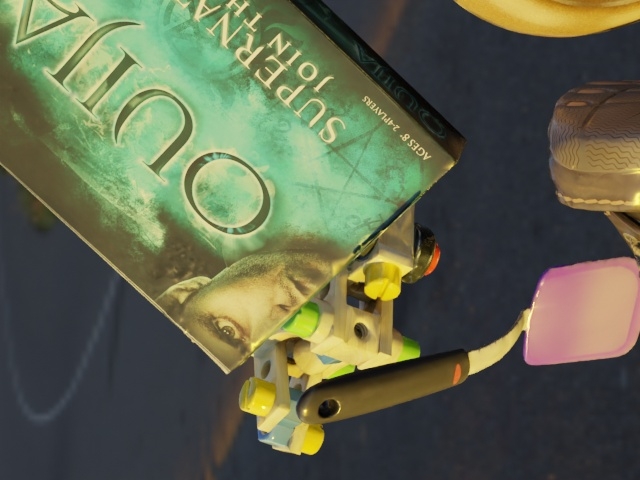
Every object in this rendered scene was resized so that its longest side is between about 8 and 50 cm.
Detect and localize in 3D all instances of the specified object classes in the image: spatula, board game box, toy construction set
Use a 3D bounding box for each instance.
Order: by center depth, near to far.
[{"bbox_3d":[-0.058,-0.055,0.588,0.126,0.186,0.026,-44,6,26],"label":"board game box"},{"bbox_3d":[0.105,0.071,1.090,0.030,0.296,0.084,35,128,40],"label":"spatula"},{"bbox_3d":[0.000,0.000,1.418,0.215,0.151,0.328,-40,52,47],"label":"toy construction set"}]

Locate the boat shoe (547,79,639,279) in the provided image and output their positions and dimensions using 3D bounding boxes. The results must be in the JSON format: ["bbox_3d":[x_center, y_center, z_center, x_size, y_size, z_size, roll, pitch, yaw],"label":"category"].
[{"bbox_3d":[0.246,-0.030,1.003,0.132,0.355,0.130,7,99,36],"label":"boat shoe"}]

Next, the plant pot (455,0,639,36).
[{"bbox_3d":[0.149,-0.207,0.835,0.032,0.236,0.236,-126,38,-55],"label":"plant pot"}]
